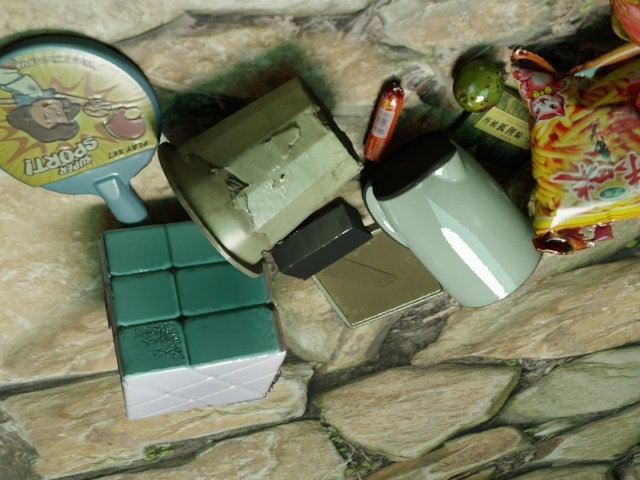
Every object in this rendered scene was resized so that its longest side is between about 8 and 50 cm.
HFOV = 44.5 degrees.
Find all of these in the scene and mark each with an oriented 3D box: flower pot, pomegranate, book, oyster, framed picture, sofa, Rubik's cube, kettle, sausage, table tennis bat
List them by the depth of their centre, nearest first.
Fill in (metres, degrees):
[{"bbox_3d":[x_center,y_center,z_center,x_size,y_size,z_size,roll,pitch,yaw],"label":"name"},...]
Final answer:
[{"bbox_3d":[-0.293,-0.119,0.977,0.215,0.044,0.329,-19,143,0],"label":"table tennis bat"},{"bbox_3d":[-0.065,-0.090,0.983,0.203,0.212,0.212,-34,142,11],"label":"flower pot"},{"bbox_3d":[0.217,-0.205,1.053,0.085,0.073,0.073,-1,145,-47],"label":"pomegranate"},{"bbox_3d":[0.089,-0.165,1.079,0.034,0.034,0.129,-5,143,-16],"label":"sausage"},{"bbox_3d":[-0.192,0.117,1.145,0.231,0.224,0.221,-8,156,-16],"label":"Rubik's cube"},{"bbox_3d":[0.173,-0.033,1.153,0.236,0.161,0.221,45,151,-23],"label":"kettle"},{"bbox_3d":[0.242,-0.132,1.197,0.160,0.024,0.228,15,134,-34],"label":"book"},{"bbox_3d":[0.000,0.000,1.255,0.147,0.060,0.085,-33,154,19],"label":"sofa"},{"bbox_3d":[0.378,-0.048,1.287,0.166,0.110,0.341,-27,154,27],"label":"oyster"},{"bbox_3d":[0.105,0.063,1.407,0.211,0.020,0.289,-23,145,8],"label":"framed picture"}]

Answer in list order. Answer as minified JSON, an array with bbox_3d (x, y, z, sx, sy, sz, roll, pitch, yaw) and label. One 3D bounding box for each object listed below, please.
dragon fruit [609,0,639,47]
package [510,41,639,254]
[{"bbox_3d":[0.424,-0.312,0.853,0.250,0.269,0.291,-41,174,18],"label":"dragon fruit"},{"bbox_3d":[0.387,-0.133,1.068,0.224,0.108,0.287,-8,104,12],"label":"package"}]
